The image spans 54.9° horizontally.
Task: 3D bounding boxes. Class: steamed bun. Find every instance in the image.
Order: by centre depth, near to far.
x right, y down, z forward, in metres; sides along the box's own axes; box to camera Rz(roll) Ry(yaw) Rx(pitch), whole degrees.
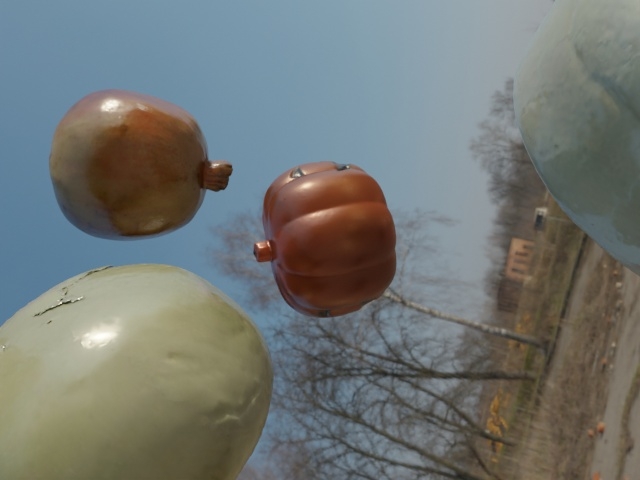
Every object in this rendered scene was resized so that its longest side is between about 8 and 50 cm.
[{"bbox_3d":[0.221,-0.071,0.339,0.164,0.241,0.146,-28,-18,-21],"label":"steamed bun"},{"bbox_3d":[-0.210,0.152,0.589,0.312,0.233,0.334,-48,17,-15],"label":"steamed bun"}]

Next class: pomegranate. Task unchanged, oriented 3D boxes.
[{"bbox_3d":[-0.272,-0.111,0.953,0.252,0.271,0.228,134,137,-78],"label":"pomegranate"}]

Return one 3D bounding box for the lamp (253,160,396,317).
[{"bbox_3d":[0.000,0.000,0.739,0.187,0.164,0.187,169,90,-80],"label":"lamp"}]
